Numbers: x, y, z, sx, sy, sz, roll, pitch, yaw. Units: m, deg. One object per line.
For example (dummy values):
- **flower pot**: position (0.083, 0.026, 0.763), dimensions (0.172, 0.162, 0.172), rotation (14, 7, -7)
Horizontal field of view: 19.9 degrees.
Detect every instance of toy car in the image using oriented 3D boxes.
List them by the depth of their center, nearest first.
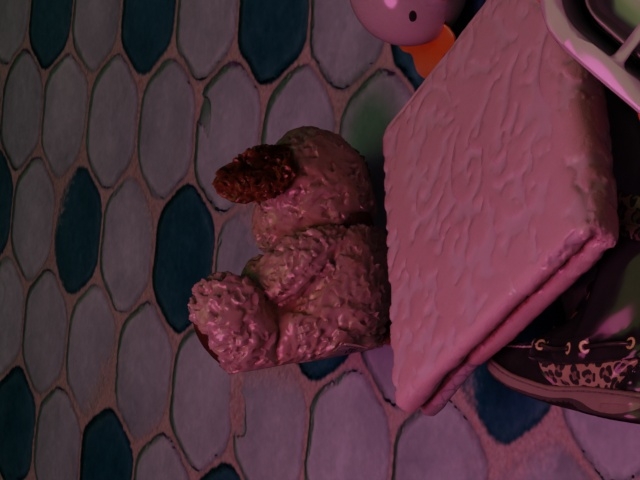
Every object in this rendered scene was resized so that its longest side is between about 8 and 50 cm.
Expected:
- **toy car**: position (0.084, -0.263, 1.681), dimensions (0.210, 0.219, 0.238), rotation (9, 124, 59)

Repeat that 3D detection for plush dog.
- **plush dog**: position (0.000, 0.000, 1.761), dimensions (0.211, 0.262, 0.225), rotation (-12, 85, 24)

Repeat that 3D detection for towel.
- **towel**: position (0.149, -0.055, 1.571), dimensions (0.317, 0.053, 0.332), rotation (-51, 31, 46)

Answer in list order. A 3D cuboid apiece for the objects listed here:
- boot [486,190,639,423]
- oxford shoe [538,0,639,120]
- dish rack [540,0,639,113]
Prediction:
- **boot**: position (0.230, 0.050, 1.472), dimensions (0.236, 0.085, 0.178), rotation (12, 91, 63)
- **oxford shoe**: position (0.288, -0.131, 1.370), dimensions (0.130, 0.133, 0.363), rotation (-41, 64, 14)
- **dish rack**: position (0.334, -0.203, 1.205), dimensions (0.285, 0.072, 0.333), rotation (43, 118, 21)
